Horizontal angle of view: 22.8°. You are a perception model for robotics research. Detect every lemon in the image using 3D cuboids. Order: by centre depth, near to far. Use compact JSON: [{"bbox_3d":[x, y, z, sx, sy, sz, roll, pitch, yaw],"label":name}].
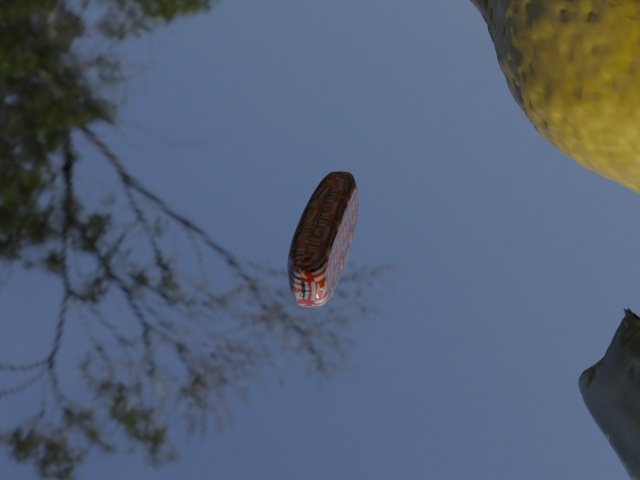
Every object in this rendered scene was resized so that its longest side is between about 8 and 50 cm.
[{"bbox_3d":[0.272,-0.178,1.049,0.336,0.336,0.336,28,-156,-13],"label":"lemon"}]

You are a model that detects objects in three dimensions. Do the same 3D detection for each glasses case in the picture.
[{"bbox_3d":[0.000,0.000,1.638,0.049,0.073,0.194,3,-148,12],"label":"glasses case"}]

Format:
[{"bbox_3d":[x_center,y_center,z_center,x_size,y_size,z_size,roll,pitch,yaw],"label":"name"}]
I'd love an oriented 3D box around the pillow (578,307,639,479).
[{"bbox_3d":[0.343,0.171,1.618,0.077,0.134,0.181,9,-139,-37],"label":"pillow"}]
